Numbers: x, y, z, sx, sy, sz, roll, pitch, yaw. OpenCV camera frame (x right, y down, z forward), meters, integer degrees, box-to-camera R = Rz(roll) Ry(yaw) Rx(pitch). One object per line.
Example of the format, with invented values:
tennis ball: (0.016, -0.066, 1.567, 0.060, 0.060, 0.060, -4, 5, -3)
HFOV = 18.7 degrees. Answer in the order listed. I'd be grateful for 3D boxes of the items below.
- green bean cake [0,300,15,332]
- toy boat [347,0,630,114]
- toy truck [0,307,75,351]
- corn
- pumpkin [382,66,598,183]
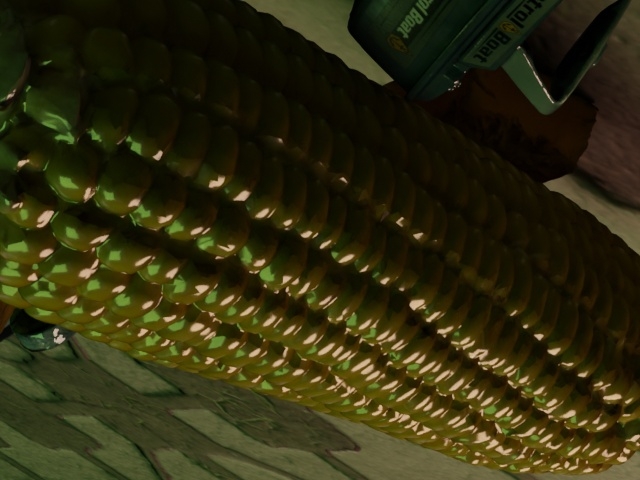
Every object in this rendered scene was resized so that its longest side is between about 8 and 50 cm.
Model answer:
green bean cake: (-0.158, -0.066, 0.873, 0.131, 0.224, 0.230, 26, 162, -7)
toy boat: (0.079, -0.116, 0.640, 0.103, 0.093, 0.246, 36, 160, -3)
toy truck: (-0.128, -0.021, 1.085, 0.257, 0.140, 0.108, 3, 133, 33)
corn: (0.000, 0.000, 0.774, 0.144, 0.144, 0.387, 5, 166, 45)
pumpkin: (0.069, -0.053, 0.865, 0.074, 0.054, 0.083, 29, 145, -30)
